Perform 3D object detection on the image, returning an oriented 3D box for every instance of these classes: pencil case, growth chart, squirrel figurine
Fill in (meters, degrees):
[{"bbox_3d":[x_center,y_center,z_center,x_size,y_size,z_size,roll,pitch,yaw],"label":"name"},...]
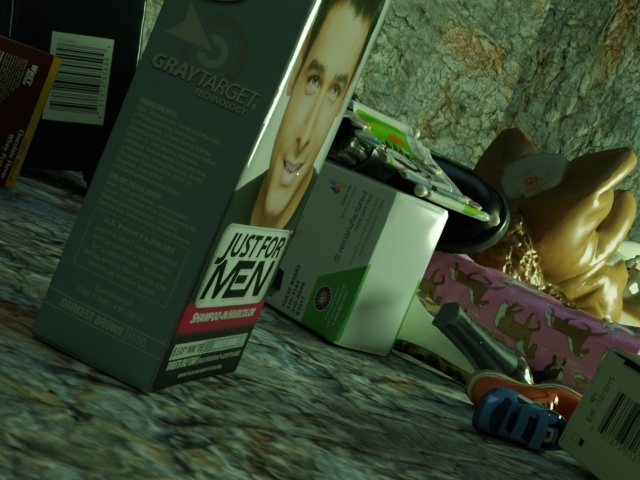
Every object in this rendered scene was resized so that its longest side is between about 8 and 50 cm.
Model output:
[{"bbox_3d":[0.304,0.133,1.661,0.386,0.160,0.167,24,-32,22],"label":"pencil case"},{"bbox_3d":[0.119,-0.108,1.448,0.172,0.021,0.237,16,28,-41],"label":"growth chart"},{"bbox_3d":[0.400,0.059,1.923,0.281,0.397,0.370,10,-42,42],"label":"squirrel figurine"}]

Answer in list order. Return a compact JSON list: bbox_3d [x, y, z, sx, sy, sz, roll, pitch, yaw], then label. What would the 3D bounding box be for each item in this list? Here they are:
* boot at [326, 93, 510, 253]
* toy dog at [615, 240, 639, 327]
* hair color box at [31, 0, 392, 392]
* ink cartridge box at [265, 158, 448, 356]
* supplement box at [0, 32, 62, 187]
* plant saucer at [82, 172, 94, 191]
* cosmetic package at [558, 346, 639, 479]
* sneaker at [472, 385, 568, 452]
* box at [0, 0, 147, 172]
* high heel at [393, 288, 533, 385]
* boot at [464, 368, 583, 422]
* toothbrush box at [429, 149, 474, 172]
[{"bbox_3d":[0.102,-0.116,1.616,0.348,0.131,0.260,23,-15,25],"label":"boot"},{"bbox_3d":[0.580,0.132,2.256,0.395,0.284,0.408,21,7,-9],"label":"toy dog"},{"bbox_3d":[-0.074,-0.077,0.879,0.114,0.374,0.185,24,5,15],"label":"hair color box"},{"bbox_3d":[0.000,0.000,1.429,0.117,0.201,0.278,18,7,-46],"label":"ink cartridge box"},{"bbox_3d":[-0.469,-0.187,1.415,0.129,0.191,0.194,24,6,21],"label":"supplement box"},{"bbox_3d":[-0.264,-0.053,1.800,0.278,0.041,0.278,22,4,-2],"label":"plant saucer"},{"bbox_3d":[0.420,0.227,1.208,0.296,0.129,0.153,19,12,-44],"label":"cosmetic package"},{"bbox_3d":[0.220,0.195,1.180,0.144,0.053,0.059,17,9,-41],"label":"sneaker"},{"bbox_3d":[-0.465,-0.296,1.811,0.212,0.293,0.395,2,14,-30],"label":"box"},{"bbox_3d":[0.166,0.150,1.475,0.186,0.093,0.261,44,-17,-21],"label":"high heel"},{"bbox_3d":[0.253,0.200,1.284,0.158,0.059,0.084,13,10,-12],"label":"boot"},{"bbox_3d":[0.177,-0.021,2.011,0.206,0.283,0.122,20,6,-36],"label":"toothbrush box"}]
